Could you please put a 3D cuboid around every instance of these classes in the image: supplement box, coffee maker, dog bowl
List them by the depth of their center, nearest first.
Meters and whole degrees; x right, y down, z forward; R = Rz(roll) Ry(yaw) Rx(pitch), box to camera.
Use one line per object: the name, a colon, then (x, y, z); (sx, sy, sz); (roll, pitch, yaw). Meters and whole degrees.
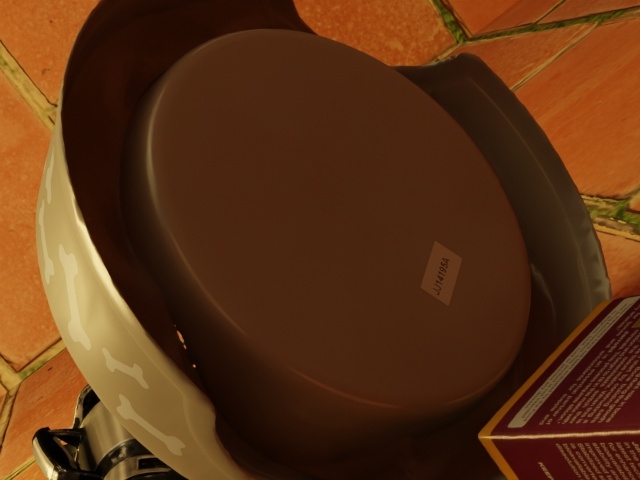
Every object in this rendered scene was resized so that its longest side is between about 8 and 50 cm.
supplement box: (0.168, 0.074, 0.518); (0.104, 0.081, 0.188); (-42, 11, -27)
dog bowl: (0.000, 0.000, 0.730); (0.102, 0.349, 0.349); (-45, 2, 45)
coffee maker: (-0.106, 0.192, 0.802); (0.120, 0.171, 0.178); (-13, 17, -9)
